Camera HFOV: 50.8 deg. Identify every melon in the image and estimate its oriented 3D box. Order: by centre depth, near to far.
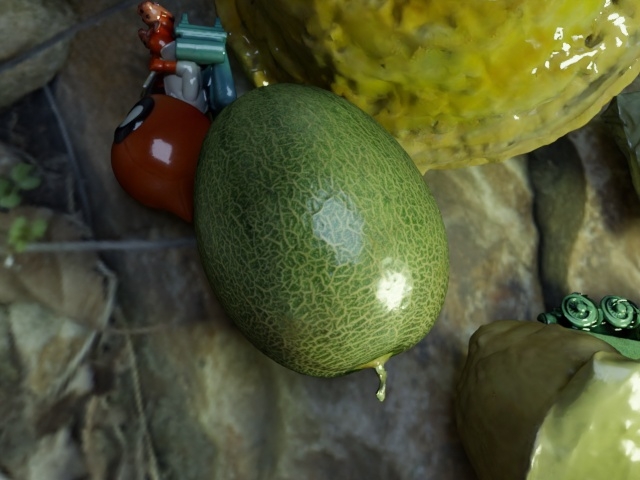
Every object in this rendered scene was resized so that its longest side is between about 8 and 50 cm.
[{"bbox_3d":[0.000,0.000,0.388,0.139,0.139,0.192,-18,72,-20],"label":"melon"}]

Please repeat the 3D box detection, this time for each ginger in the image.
[{"bbox_3d":[0.130,0.140,0.398,0.115,0.122,0.193,5,100,-30],"label":"ginger"}]

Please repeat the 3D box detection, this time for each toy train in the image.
[{"bbox_3d":[0.219,0.078,0.462,0.148,0.038,0.071,11,65,-8],"label":"toy train"}]

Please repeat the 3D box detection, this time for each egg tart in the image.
[{"bbox_3d":[0.057,-0.188,0.409,0.319,0.319,0.128,49,21,9],"label":"egg tart"}]

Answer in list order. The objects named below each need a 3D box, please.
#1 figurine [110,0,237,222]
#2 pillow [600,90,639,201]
[{"bbox_3d":[-0.094,-0.081,0.442,0.075,0.068,0.140,8,72,-14],"label":"figurine"},{"bbox_3d":[0.315,-0.064,0.527,0.181,0.078,0.134,-7,66,-13],"label":"pillow"}]
